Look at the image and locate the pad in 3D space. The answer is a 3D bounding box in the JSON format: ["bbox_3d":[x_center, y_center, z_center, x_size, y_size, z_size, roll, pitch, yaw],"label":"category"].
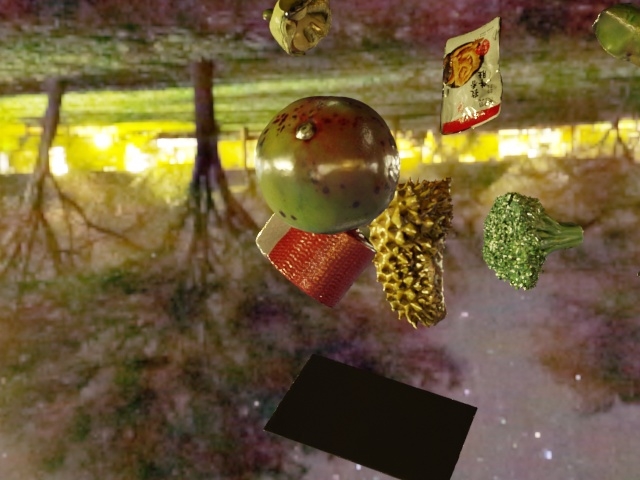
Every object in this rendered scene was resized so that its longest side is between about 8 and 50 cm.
[{"bbox_3d":[0.084,0.287,1.452,0.299,0.005,0.202,15,-143,17],"label":"pad"}]

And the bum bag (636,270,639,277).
[{"bbox_3d":[0.620,0.045,1.624,0.124,0.034,0.058,-20,-164,-28],"label":"bum bag"}]

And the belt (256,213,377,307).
[{"bbox_3d":[0.000,0.000,1.237,0.128,0.124,0.201,36,-176,-21],"label":"belt"}]

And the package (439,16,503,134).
[{"bbox_3d":[0.319,-0.343,1.895,0.030,0.239,0.154,19,156,-40],"label":"package"}]

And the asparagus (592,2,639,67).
[{"bbox_3d":[0.569,-0.256,1.372,0.343,0.082,0.085,31,-170,3],"label":"asparagus"}]

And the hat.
[{"bbox_3d":[-0.031,-0.277,1.129,0.077,0.076,0.059,-41,-128,-18],"label":"hat"}]

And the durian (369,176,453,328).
[{"bbox_3d":[0.201,0.014,1.907,0.191,0.341,0.112,9,171,-24],"label":"durian"}]

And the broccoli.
[{"bbox_3d":[0.408,-0.002,1.731,0.194,0.194,0.219,-3,-178,-15],"label":"broccoli"}]

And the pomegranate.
[{"bbox_3d":[0.009,-0.064,0.764,0.130,0.130,0.130,-1,-175,0],"label":"pomegranate"}]
